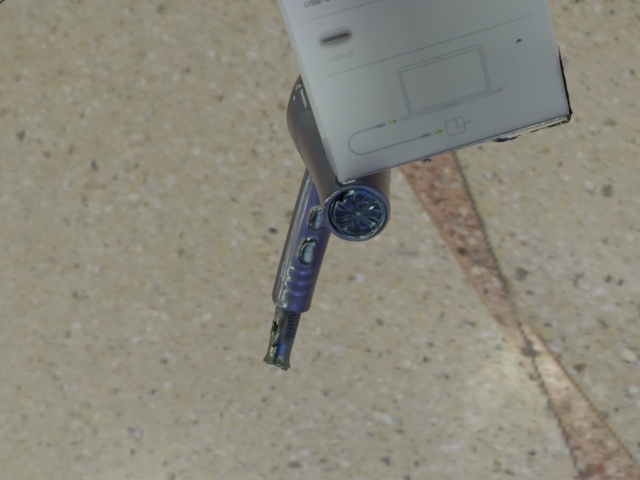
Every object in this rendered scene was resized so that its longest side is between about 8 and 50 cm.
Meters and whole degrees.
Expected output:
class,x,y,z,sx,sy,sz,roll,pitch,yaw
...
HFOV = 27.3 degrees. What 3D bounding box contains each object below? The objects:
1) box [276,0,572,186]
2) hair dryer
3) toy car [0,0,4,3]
class,x,y,z,sx,sy,sz,roll,pitch,yaw
box,0.073,-0.189,1.047,0.203,0.252,0.106,-16,38,5
hair dryer,0.000,0.000,1.376,0.301,0.121,0.361,-93,16,-58
toy car,-0.289,-0.245,0.916,0.180,0.270,0.212,-34,97,18
